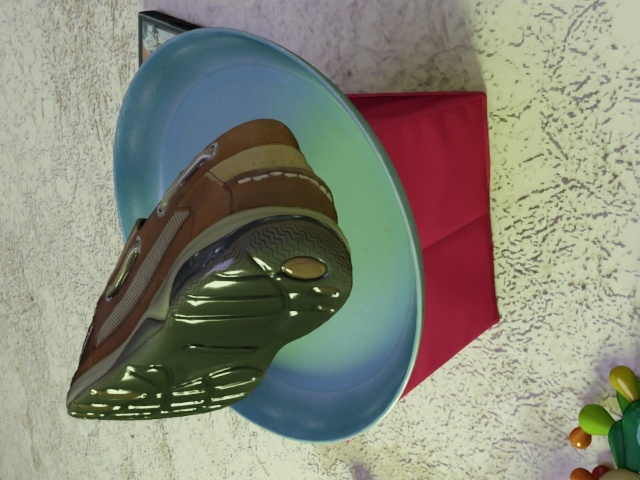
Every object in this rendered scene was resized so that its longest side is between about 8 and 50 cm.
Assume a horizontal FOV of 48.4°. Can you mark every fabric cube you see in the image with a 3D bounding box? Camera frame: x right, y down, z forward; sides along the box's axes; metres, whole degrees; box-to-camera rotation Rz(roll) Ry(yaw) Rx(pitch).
[{"bbox_3d":[0.000,0.000,0.711,0.254,0.258,0.259,7,113,41],"label":"fabric cube"}]

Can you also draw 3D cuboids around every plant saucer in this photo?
[{"bbox_3d":[-0.046,0.001,0.538,0.318,0.044,0.317,20,121,37],"label":"plant saucer"}]

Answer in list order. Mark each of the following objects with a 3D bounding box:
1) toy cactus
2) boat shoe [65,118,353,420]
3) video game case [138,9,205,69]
[{"bbox_3d":[0.272,0.195,0.607,0.112,0.180,0.219,24,131,11],"label":"toy cactus"},{"bbox_3d":[-0.088,0.038,0.497,0.324,0.123,0.119,-40,49,43],"label":"boat shoe"},{"bbox_3d":[-0.158,-0.143,0.959,0.248,0.035,0.274,28,126,33],"label":"video game case"}]
